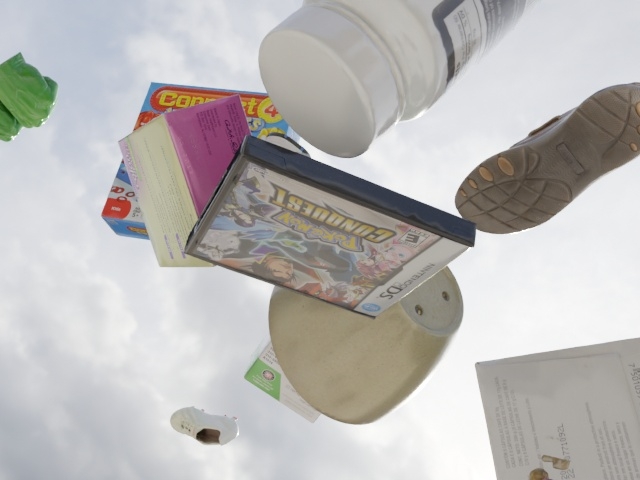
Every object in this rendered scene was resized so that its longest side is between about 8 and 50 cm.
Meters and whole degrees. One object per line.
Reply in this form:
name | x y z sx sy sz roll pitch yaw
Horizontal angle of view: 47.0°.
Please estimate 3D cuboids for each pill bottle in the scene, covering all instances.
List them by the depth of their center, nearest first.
pill bottle | 0.107 -0.273 0.892 0.204 0.361 0.204 36 -27 21

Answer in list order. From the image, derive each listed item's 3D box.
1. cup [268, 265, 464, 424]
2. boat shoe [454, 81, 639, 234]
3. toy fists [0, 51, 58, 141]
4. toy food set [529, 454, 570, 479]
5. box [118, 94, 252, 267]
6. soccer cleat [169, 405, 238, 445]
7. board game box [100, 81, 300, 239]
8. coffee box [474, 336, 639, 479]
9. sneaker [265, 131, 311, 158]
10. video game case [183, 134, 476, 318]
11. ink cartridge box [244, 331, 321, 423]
cup | 0.110 0.132 1.294 0.331 0.331 0.237 45 -46 -10
boat shoe | 0.331 -0.109 1.023 0.324 0.116 0.123 -30 -87 42
toy fists | -0.657 -0.296 1.560 0.279 0.096 0.142 -12 -57 38
toy food set | 0.232 0.292 0.798 0.019 0.122 0.078 23 -14 -8
box | -0.183 -0.078 1.087 0.243 0.117 0.213 -5 -76 60
soccer cleat | -0.270 0.415 1.637 0.196 0.076 0.068 -1 -71 33
board game box | -0.213 -0.139 1.384 0.308 0.301 0.086 8 -23 13
coffee box | 0.443 0.354 1.081 0.338 0.337 0.334 -12 -29 15
sneaker | -0.022 -0.091 1.248 0.211 0.081 0.080 35 -17 -13
video game case | 0.000 0.000 0.869 0.275 0.035 0.248 20 -31 -15
ink cartridge box | -0.010 0.192 1.331 0.160 0.092 0.219 34 -73 -6
